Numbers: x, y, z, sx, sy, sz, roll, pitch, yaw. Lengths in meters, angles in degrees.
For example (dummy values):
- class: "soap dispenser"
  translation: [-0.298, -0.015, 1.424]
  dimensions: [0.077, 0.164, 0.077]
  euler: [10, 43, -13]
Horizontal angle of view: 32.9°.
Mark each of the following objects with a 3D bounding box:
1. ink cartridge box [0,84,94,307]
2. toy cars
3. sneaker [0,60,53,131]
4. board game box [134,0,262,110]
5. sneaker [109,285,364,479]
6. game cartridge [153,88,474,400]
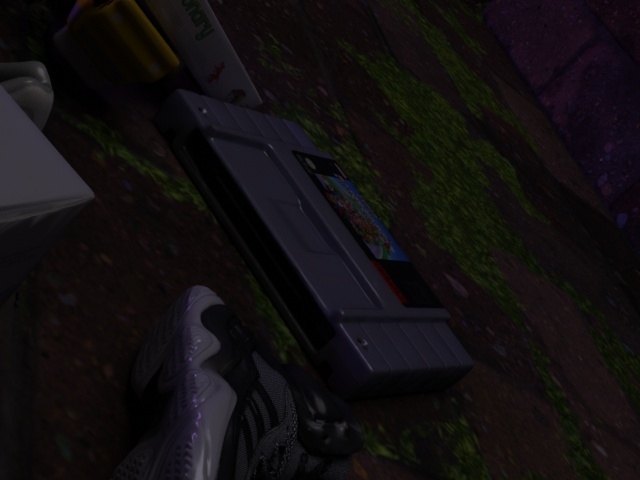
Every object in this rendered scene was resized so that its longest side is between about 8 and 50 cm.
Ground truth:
- class: "ink cartridge box"
  translation: [-0.227, -0.002, 0.520]
  dimensions: [0.128, 0.176, 0.127]
  euler: [48, 22, 7]
- class: "toy cars"
  translation: [-0.259, -0.265, 1.058]
  dimensions: [0.394, 0.087, 0.176]
  euler: [52, -3, 23]
- class: "sneaker"
  translation: [-0.309, -0.141, 0.707]
  dimensions: [0.292, 0.118, 0.110]
  euler: [34, 26, -22]
- class: "board game box"
  translation: [-0.167, -0.259, 1.089]
  dimensions: [0.193, 0.053, 0.305]
  euler: [53, -3, 24]
- class: "sneaker"
  translation: [-0.045, 0.141, 0.692]
  dimensions: [0.153, 0.101, 0.269]
  euler: [34, 21, -20]
- class: "game cartridge"
  translation: [0.000, 0.000, 1.095]
  dimensions: [0.230, 0.068, 0.355]
  euler: [1, 48, -55]
